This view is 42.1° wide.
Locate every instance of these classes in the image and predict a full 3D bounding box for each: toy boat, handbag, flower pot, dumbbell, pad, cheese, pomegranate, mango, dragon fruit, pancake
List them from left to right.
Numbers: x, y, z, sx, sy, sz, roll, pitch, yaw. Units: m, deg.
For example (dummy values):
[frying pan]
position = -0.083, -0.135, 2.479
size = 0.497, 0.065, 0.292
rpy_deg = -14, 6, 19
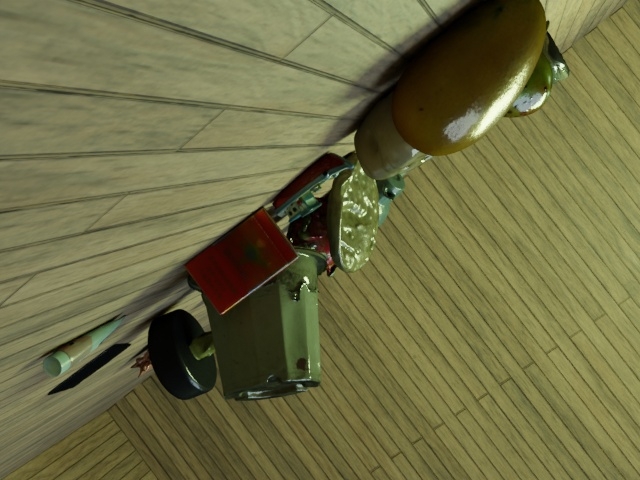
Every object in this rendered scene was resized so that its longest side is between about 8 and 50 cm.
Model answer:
[pad]
position = -0.522, 0.291, 1.901
size = 0.181, 0.004, 0.267
rpy_deg = -37, 178, -8
[handbag]
position = -0.458, 0.310, 2.449
size = 0.212, 0.059, 0.157
rpy_deg = -41, 176, 38
[dumbbell]
position = -0.203, 0.212, 1.861
size = 0.322, 0.204, 0.204
rpy_deg = -23, 180, 11
[flower pot]
position = -0.101, 0.162, 1.586
size = 0.290, 0.259, 0.290
rpy_deg = -9, 161, -3
[toy boat]
position = -0.012, -0.091, 1.446
size = 0.173, 0.059, 0.069
rpy_deg = -39, 177, 28
[dragon fruit]
position = 0.000, 0.000, 1.779
size = 0.160, 0.166, 0.172
rpy_deg = 9, 104, -42
[pancake]
position = 0.065, -0.056, 1.669
size = 0.050, 0.242, 0.242
rpy_deg = 8, -160, 26
[cheese]
position = 0.152, -0.188, 1.329
size = 0.235, 0.117, 0.218
rpy_deg = -37, 176, 16
[mango]
position = 0.210, -0.226, 1.151
size = 0.254, 0.139, 0.175
rpy_deg = -43, 166, 2
[pomegranate]
position = 0.376, -0.329, 1.591
size = 0.159, 0.159, 0.205
rpy_deg = -34, 148, -47

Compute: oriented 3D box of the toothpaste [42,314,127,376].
[toothpaste]
position = -0.383, 0.170, 1.364
size = 0.056, 0.036, 0.205
rpy_deg = -37, -179, 20

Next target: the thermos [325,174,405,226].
[thermos]
position = 0.089, -0.086, 2.076
size = 0.286, 0.145, 0.182
rpy_deg = -40, -152, 29

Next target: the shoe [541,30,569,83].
[shoe]
position = 0.477, -0.401, 2.005
size = 0.171, 0.132, 0.336
rpy_deg = -28, -179, 3

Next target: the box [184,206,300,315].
[box]
position = -0.137, 0.036, 1.458
size = 0.175, 0.112, 0.048
rpy_deg = -36, 177, -3
